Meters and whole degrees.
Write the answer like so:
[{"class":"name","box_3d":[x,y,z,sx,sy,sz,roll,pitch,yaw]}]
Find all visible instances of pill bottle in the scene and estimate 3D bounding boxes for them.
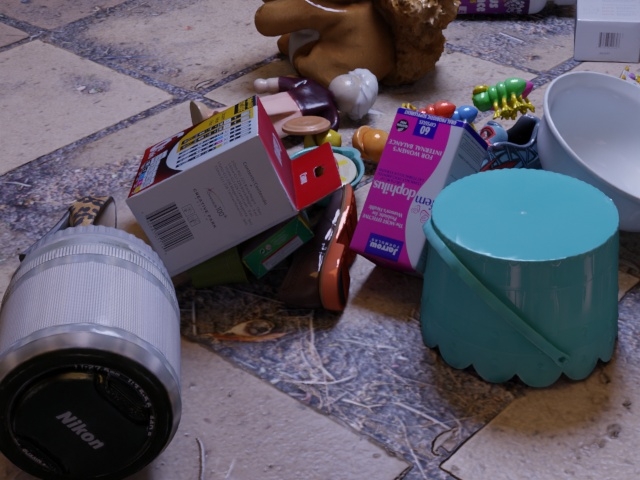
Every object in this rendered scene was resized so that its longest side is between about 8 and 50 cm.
[{"class":"pill bottle","box_3d":[0.405,-0.579,2.460,0.301,0.169,0.169,2,33,8]}]

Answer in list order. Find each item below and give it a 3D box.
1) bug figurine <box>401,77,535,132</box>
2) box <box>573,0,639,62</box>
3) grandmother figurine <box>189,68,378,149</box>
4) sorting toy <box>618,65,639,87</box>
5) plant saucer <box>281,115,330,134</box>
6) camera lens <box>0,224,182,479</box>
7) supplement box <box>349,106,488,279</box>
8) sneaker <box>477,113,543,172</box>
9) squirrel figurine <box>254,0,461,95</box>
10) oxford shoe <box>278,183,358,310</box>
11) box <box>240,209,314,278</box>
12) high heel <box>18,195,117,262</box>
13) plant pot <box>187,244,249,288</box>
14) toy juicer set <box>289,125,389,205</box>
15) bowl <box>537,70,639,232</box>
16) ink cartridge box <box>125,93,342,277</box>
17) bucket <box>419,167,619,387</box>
[{"class":"bug figurine","box_3d":[0.244,-0.214,1.847,0.216,0.072,0.279,-18,-1,18]},{"class":"box","box_3d":[0.585,-0.439,2.299,0.130,0.091,0.170,4,33,11]},{"class":"grandmother figurine","box_3d":[-0.046,-0.230,2.007,0.342,0.104,0.208,-20,66,-22]},{"class":"sorting toy","box_3d":[0.595,-0.287,2.116,0.075,0.045,0.083,25,38,7]},{"class":"plant saucer","box_3d":[-0.025,-0.196,1.909,0.083,0.013,0.083,-4,21,1]},{"class":"camera lens","box_3d":[-0.275,0.134,1.337,0.219,0.219,0.274,-5,33,-4]},{"class":"supplement box","box_3d":[0.142,-0.063,1.611,0.111,0.220,0.114,16,-5,28]},{"class":"sneaker","box_3d":[0.244,-0.125,1.737,0.262,0.125,0.104,-23,36,-28]},{"class":"squirrel figurine","box_3d":[0.069,-0.476,2.134,0.397,0.370,0.281,3,32,8]},{"class":"oxford shoe","box_3d":[0.000,0.000,1.650,0.098,0.097,0.271,-2,32,12]},{"class":"box","box_3d":[-0.068,-0.014,1.651,0.105,0.043,0.179,-37,18,6]},{"class":"high heel","box_3d":[-0.301,-0.007,1.674,0.261,0.093,0.186,9,39,34]},{"class":"plant pot","box_3d":[-0.152,0.035,1.629,0.079,0.083,0.083,-18,33,0]},{"class":"toy juicer set","box_3d":[-0.009,-0.128,1.842,0.329,0.089,0.209,-13,40,-12]},{"class":"bowl","box_3d":[0.442,-0.111,1.708,0.298,0.134,0.298,15,44,-15]},{"class":"ink cartridge box","box_3d":[-0.122,-0.105,1.642,0.272,0.130,0.309,-26,17,4]},{"class":"bucket","box_3d":[0.262,0.039,1.482,0.281,0.183,0.281,-2,31,1]}]
